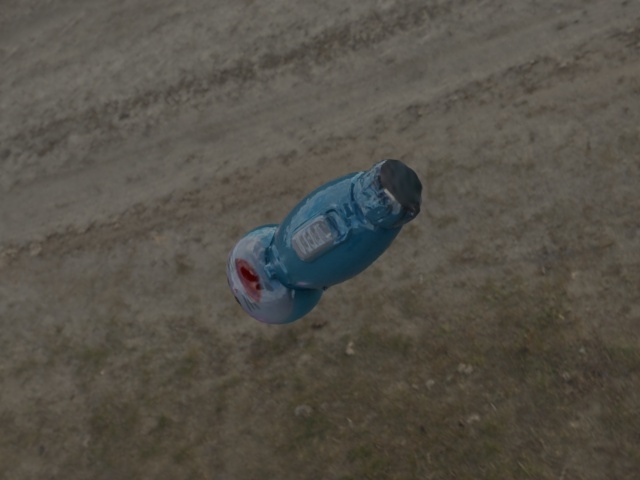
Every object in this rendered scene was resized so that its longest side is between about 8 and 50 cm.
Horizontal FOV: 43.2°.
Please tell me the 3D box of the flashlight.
[{"bbox_3d":[0.000,0.000,0.363,0.129,0.051,0.051,-37,34,50],"label":"flashlight"}]
